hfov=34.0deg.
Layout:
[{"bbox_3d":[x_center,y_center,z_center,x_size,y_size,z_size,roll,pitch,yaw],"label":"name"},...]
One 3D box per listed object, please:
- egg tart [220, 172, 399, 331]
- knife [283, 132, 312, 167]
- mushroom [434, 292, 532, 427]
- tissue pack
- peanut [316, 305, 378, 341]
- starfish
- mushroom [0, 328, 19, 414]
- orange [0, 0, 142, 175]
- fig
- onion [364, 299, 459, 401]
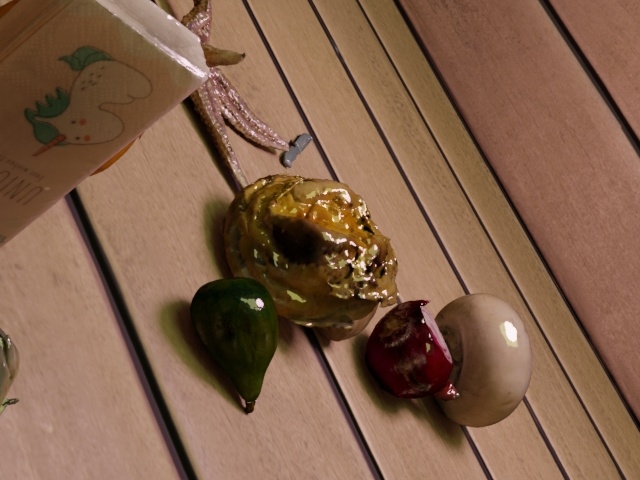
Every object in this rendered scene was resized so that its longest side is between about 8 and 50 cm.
[{"bbox_3d":[0.000,0.000,1.563,0.297,0.132,0.297,15,50,-19],"label":"egg tart"},{"bbox_3d":[-0.045,-0.178,2.024,0.028,0.015,0.210,46,22,-7],"label":"knife"},{"bbox_3d":[0.262,0.213,1.887,0.202,0.246,0.246,3,44,-16],"label":"mushroom"},{"bbox_3d":[-0.279,-0.117,0.998,0.170,0.325,0.071,30,33,-48],"label":"tissue pack"},{"bbox_3d":[0.033,0.062,1.693,0.129,0.129,0.224,43,34,-30],"label":"peanut"},{"bbox_3d":[-0.165,-0.284,1.769,0.384,0.132,0.398,58,7,-14],"label":"starfish"},{"bbox_3d":[-0.360,0.044,0.915,0.278,0.099,0.096,53,16,1],"label":"mushroom"},{"bbox_3d":[-0.305,-0.178,1.218,0.219,0.193,0.219,30,31,-20],"label":"orange"},{"bbox_3d":[-0.099,0.132,1.353,0.117,0.117,0.177,-10,78,-67],"label":"fig"},{"bbox_3d":[0.154,0.209,1.763,0.173,0.135,0.198,-85,152,-62],"label":"onion"}]
